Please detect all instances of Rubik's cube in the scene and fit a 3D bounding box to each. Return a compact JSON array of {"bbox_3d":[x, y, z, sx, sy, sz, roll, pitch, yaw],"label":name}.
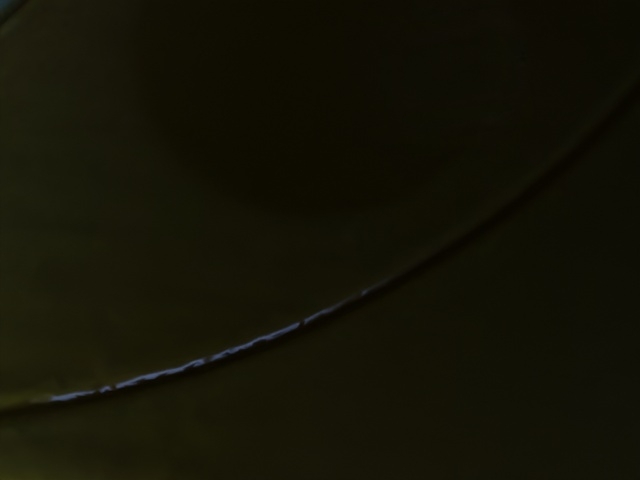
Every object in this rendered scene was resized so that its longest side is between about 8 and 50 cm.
[{"bbox_3d":[0.000,0.000,0.641,0.347,0.352,0.351,8,161,3],"label":"Rubik's cube"}]
